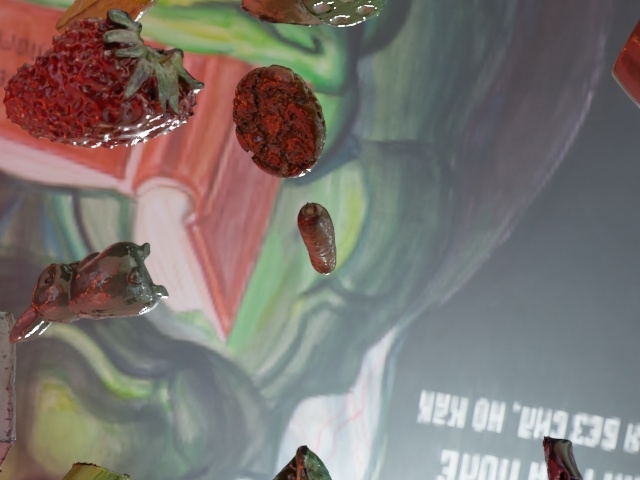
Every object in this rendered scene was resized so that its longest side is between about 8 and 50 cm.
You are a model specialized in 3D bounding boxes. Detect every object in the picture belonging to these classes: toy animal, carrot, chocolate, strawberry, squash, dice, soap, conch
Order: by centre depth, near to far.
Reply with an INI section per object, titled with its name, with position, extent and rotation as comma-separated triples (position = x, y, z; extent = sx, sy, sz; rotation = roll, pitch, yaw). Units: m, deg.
[chocolate]
position = 0.292, 0.312, 1.237
extent = 0.070, 0.147, 0.072
rotation = -29, -150, -22
[strawberry]
position = -0.336, -0.190, 1.518
extent = 0.306, 0.138, 0.233
rotation = -29, 139, 31
[toy animal]
position = -0.369, 0.080, 1.541
extent = 0.251, 0.125, 0.127
rotation = -19, 147, 6
[dice]
position = 0.038, -0.445, 1.709
extent = 0.120, 0.131, 0.128
rotation = -15, 157, 33
[carrot]
position = 0.000, 0.000, 1.787
extent = 0.060, 0.060, 0.186
rotation = 12, 149, 20
[conch]
position = -0.050, 0.494, 1.884
extent = 0.122, 0.188, 0.176
rotation = 41, -169, -40
[soap]
position = -0.655, 0.320, 1.919
extent = 0.107, 0.296, 0.285
rotation = 12, -134, -28
[squash]
position = -0.536, 0.561, 2.096
extent = 0.137, 0.137, 0.287
rotation = 16, -141, 37

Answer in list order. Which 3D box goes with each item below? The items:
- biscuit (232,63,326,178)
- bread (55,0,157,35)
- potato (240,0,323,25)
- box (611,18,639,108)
[biscuit]
position = -0.082, -0.217, 1.881
extent = 0.226, 0.226, 0.042
rotation = 15, -147, 33
[bread]
position = -0.382, -0.425, 1.864
extent = 0.245, 0.094, 0.102
rotation = -25, -149, 33
[potato]
position = -0.018, -0.544, 1.870
extent = 0.189, 0.264, 0.211
rotation = 17, -144, 18
[box]
position = 0.597, -0.288, 1.539
extent = 0.216, 0.301, 0.301
rotation = 36, -162, 15
